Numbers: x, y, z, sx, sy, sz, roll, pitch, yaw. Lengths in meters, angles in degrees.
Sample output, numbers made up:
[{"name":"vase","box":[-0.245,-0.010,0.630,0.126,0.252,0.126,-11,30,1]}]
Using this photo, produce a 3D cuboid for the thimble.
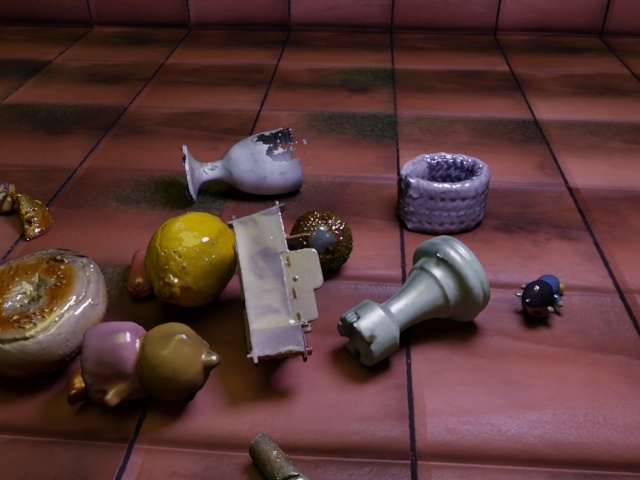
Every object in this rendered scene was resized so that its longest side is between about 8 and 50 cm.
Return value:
[{"name":"thimble","box":[0.327,-0.127,1.733,0.246,0.157,0.217,-9,33,-15]}]

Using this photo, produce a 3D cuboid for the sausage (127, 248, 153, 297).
[{"name":"sausage","box":[-0.418,0.077,1.518,0.062,0.062,0.154,-4,34,-5]}]

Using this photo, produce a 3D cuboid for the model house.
[{"name":"model house","box":[-0.091,0.114,1.350,0.169,0.244,0.325,-8,69,-9]}]

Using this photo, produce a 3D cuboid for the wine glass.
[{"name":"wine glass","box":[-0.214,-0.211,1.838,0.357,0.190,0.190,-10,35,-5]}]

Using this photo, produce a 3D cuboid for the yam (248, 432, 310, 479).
[{"name":"yam","box":[-0.068,0.382,1.078,0.054,0.054,0.132,-23,40,-30]}]

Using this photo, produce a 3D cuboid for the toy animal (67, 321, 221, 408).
[{"name":"toy animal","box":[-0.322,0.226,1.206,0.281,0.169,0.195,3,37,6]}]

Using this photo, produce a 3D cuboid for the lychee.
[{"name":"lychee","box":[0.000,0.000,1.556,0.171,0.171,0.171,0,34,0]}]

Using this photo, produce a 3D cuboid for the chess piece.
[{"name":"chess piece","box":[0.187,0.136,1.343,0.299,0.194,0.195,-30,44,-23]}]

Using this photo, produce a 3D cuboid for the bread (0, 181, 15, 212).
[{"name":"bread","box":[-0.964,-0.122,1.795,0.225,0.081,0.134,-8,34,-13]}]

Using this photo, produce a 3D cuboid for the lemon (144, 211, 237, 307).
[{"name":"lemon","box":[-0.287,0.042,1.446,0.204,0.204,0.260,10,37,14]}]

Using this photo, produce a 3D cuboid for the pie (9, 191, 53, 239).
[{"name":"pie","box":[-0.777,-0.076,1.748,0.088,0.033,0.191,-4,47,-41]}]

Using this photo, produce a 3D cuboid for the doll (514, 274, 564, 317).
[{"name":"doll","box":[0.491,0.123,1.438,0.102,0.088,0.179,26,19,32]}]

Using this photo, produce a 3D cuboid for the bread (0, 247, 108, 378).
[{"name":"bread","box":[-0.571,0.151,1.313,0.306,0.158,0.305,-8,41,7]}]
